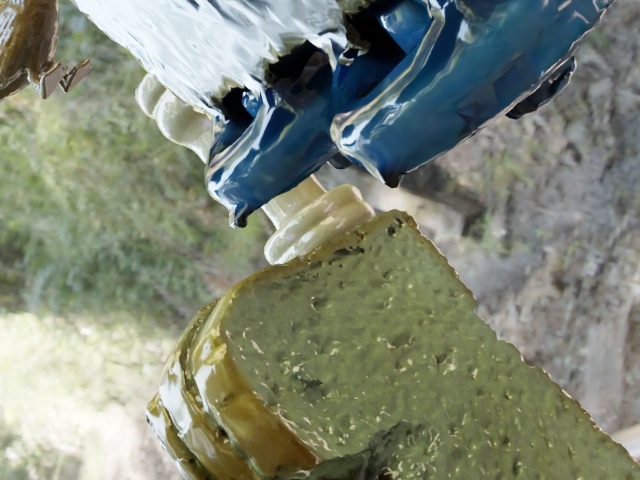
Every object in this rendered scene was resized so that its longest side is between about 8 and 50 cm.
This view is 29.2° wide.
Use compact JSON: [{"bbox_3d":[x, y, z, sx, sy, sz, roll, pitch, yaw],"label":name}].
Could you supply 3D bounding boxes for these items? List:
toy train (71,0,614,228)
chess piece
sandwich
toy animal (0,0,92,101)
[{"bbox_3d":[0.023,-0.156,0.416,0.265,0.188,0.300,-50,13,-16],"label":"toy train"},{"bbox_3d":[0.000,0.000,1.040,0.117,0.397,0.117,-35,-9,-7],"label":"chess piece"},{"bbox_3d":[0.050,0.125,0.727,0.249,0.273,0.095,-26,-22,-50],"label":"sandwich"},{"bbox_3d":[-0.352,-0.219,1.353,0.188,0.179,0.089,-49,-7,25],"label":"toy animal"}]
